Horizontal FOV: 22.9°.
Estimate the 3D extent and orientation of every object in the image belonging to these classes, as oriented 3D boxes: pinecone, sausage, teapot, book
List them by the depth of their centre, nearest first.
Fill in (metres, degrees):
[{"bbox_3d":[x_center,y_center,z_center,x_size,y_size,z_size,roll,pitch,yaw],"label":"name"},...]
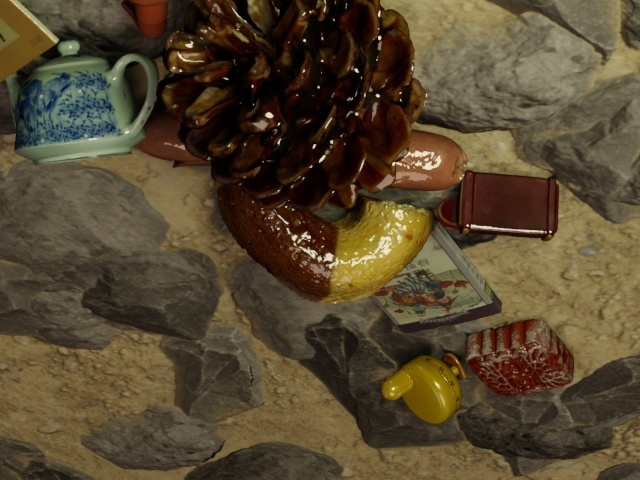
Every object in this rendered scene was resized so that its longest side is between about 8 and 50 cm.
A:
[{"bbox_3d":[-0.038,-0.167,1.734,0.298,0.242,0.296,-17,141,37],"label":"pinecone"},{"bbox_3d":[-0.402,-0.263,1.823,0.118,0.012,0.172,-26,123,35],"label":"book"},{"bbox_3d":[-0.288,-0.168,1.872,0.232,0.159,0.159,-5,144,30],"label":"teapot"},{"bbox_3d":[-0.033,-0.116,1.944,0.433,0.088,0.088,5,144,1],"label":"sausage"},{"bbox_3d":[0.137,0.054,2.203,0.157,0.026,0.231,-14,139,26],"label":"book"}]

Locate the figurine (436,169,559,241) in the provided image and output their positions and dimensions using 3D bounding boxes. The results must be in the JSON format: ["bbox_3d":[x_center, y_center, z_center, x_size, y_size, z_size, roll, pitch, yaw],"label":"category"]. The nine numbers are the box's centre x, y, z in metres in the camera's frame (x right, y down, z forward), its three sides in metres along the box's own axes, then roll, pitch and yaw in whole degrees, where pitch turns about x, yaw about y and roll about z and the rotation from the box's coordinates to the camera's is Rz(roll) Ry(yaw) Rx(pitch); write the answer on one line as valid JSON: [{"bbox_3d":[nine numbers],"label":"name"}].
[{"bbox_3d":[0.226,-0.036,2.036,0.154,0.082,0.098,4,164,3],"label":"figurine"}]

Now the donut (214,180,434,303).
[{"bbox_3d":[0.000,0.000,2.017,0.295,0.151,0.112,12,173,-6],"label":"donut"}]

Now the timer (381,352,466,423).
[{"bbox_3d":[0.156,0.228,2.371,0.107,0.109,0.107,34,142,32],"label":"timer"}]

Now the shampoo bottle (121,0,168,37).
[{"bbox_3d":[-0.188,-0.311,1.696,0.085,0.085,0.244,6,146,0],"label":"shampoo bottle"}]

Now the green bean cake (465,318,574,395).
[{"bbox_3d":[0.295,0.178,2.327,0.135,0.056,0.135,-16,138,27],"label":"green bean cake"}]
